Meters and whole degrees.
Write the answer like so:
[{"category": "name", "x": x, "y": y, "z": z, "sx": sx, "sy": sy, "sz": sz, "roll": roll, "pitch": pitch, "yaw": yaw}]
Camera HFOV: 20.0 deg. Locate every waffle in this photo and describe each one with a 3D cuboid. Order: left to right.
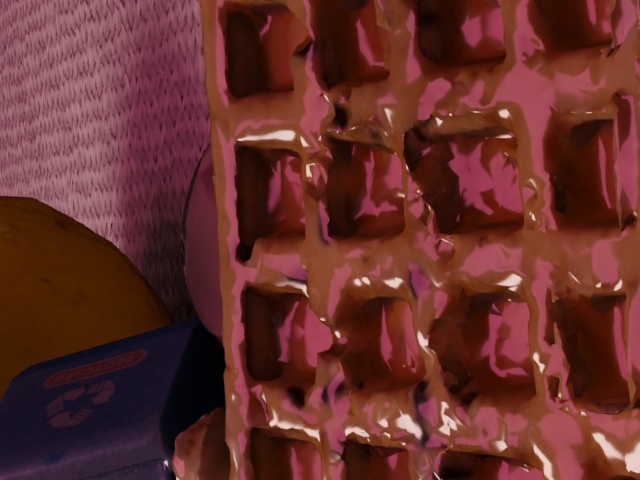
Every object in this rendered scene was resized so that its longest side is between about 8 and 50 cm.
[{"category": "waffle", "x": 0.074, "y": 0.005, "z": 0.672, "sx": 0.261, "sy": 0.114, "sz": 0.376, "roll": -4, "pitch": 90, "yaw": 48}]

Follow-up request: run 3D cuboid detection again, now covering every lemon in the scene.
[{"category": "lemon", "x": -0.262, "y": 0.134, "z": 1.380, "sx": 0.387, "sy": 0.350, "sz": 0.349, "roll": 20, "pitch": 115, "yaw": 42}]

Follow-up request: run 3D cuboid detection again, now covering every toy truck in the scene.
[{"category": "toy truck", "x": -0.066, "y": 0.230, "z": 0.943, "sx": 0.175, "sy": 0.146, "sz": 0.367, "roll": -10, "pitch": -98, "yaw": -71}]

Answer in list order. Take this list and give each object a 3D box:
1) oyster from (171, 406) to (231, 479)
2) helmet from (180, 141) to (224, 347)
[{"category": "oyster", "x": 0.049, "y": 0.229, "z": 0.839, "sx": 0.110, "sy": 0.166, "sz": 0.341, "roll": -32, "pitch": 70, "yaw": 41}, {"category": "helmet", "x": 0.000, "y": 0.000, "z": 0.918, "sx": 0.253, "sy": 0.154, "sz": 0.198, "roll": -150, "pitch": 57, "yaw": -61}]
